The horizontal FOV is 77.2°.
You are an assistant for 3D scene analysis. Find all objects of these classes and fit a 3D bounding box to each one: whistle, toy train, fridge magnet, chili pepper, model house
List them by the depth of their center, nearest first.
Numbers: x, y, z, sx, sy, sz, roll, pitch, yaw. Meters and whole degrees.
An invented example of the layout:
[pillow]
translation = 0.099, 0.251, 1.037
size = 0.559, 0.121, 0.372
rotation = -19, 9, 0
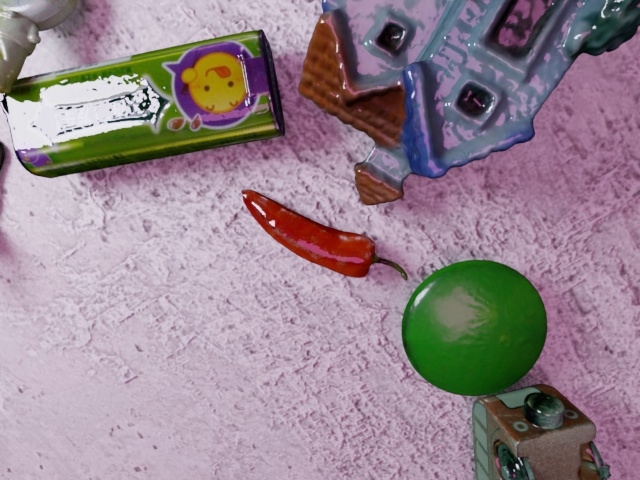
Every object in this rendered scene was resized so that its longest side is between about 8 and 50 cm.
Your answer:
[model house]
translation = 0.100, -0.194, 0.457
size = 0.295, 0.252, 0.329
rotation = 32, 107, -5
[whistle]
translation = -0.378, -0.276, 0.512
size = 0.104, 0.057, 0.198
rotation = 7, 77, 5
[chili pepper]
translation = 0.000, 0.000, 0.584
size = 0.272, 0.071, 0.063
rotation = 24, 141, 2
[fridge magnet]
translation = 0.221, 0.127, 0.587
size = 0.208, 0.088, 0.208
rotation = 0, 102, 1
[toy train]
translation = 0.311, 0.352, 0.588
size = 0.129, 0.159, 0.326
rotation = -12, 106, -8

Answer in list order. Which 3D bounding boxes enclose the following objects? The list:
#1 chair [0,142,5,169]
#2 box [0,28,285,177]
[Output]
[chair]
translation = -0.552, -0.046, 0.575
size = 0.106, 0.113, 0.229
rotation = 17, 105, -3
[box]
translation = -0.229, -0.176, 0.539
size = 0.345, 0.097, 0.134
rotation = -10, 93, 4
